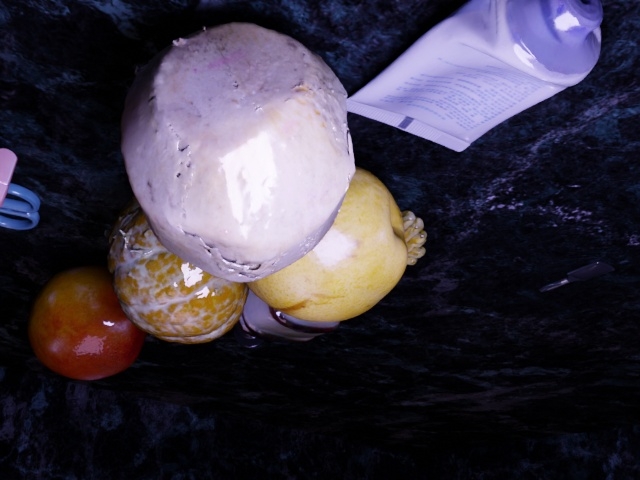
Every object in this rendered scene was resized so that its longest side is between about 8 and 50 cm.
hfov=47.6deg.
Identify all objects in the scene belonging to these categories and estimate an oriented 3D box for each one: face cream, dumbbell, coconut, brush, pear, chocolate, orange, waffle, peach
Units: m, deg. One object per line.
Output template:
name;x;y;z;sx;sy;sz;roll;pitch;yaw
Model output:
face cream;0.218;-0.225;1.012;0.234;0.137;0.420;14;161;-21
dumbbell;-0.200;0.250;2.086;0.099;0.099;0.208;7;154;-3
coconut;-0.116;-0.118;1.036;0.352;0.353;0.353;4;155;2
brush;0.588;0.088;1.686;0.062;0.016;0.193;21;150;-27
pear;0.000;0.000;1.304;0.314;0.314;0.314;4;155;2
chocolate;-0.077;0.125;1.580;0.283;0.186;0.284;4;155;2
orange;-0.274;0.044;1.407;0.249;0.329;0.329;-15;155;-7
waffle;0.094;-0.007;1.541;0.261;0.056;0.250;0;154;15
peach;-0.581;0.206;1.855;0.332;0.308;0.307;-22;144;36

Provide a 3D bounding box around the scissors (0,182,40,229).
scissors;-0.828;-0.108;1.535;0.447;0.029;0.192;13;153;-16

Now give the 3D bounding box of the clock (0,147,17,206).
clock;-0.701;-0.134;1.354;0.227;0.142;0.241;20;160;-27
